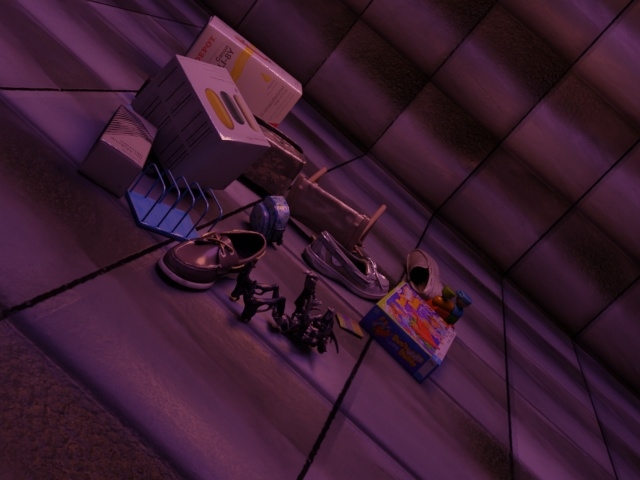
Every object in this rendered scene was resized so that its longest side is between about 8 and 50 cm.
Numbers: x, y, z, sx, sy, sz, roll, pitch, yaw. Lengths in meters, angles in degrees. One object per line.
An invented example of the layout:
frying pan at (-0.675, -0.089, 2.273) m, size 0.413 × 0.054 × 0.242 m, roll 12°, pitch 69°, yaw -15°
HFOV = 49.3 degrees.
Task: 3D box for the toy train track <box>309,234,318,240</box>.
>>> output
toy train track at (0.000, 0.000, 2.174) m, size 0.083 × 0.014 × 0.048 m, roll 24°, pitch 25°, yaw -45°

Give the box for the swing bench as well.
swing bench at (0.037, -0.087, 2.170) m, size 0.253 × 0.165 × 0.254 m, roll 35°, pitch 20°, yaw 8°

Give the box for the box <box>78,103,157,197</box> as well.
box at (-0.454, -0.211, 1.590) m, size 0.113 × 0.094 × 0.275 m, roll 35°, pitch 18°, yaw -22°

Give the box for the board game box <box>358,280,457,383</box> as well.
board game box at (0.261, 0.253, 2.011) m, size 0.233 × 0.078 × 0.347 m, roll 44°, pitch 18°, yaw 8°

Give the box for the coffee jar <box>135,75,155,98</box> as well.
coffee jar at (-0.449, -0.387, 2.018) m, size 0.184 × 0.096 × 0.079 m, roll 45°, pitch 15°, yaw 12°

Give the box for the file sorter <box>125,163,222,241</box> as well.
file sorter at (-0.321, -0.080, 1.543) m, size 0.170 × 0.104 × 0.118 m, roll 23°, pitch 25°, yaw -44°

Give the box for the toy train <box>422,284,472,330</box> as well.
toy train at (0.379, 0.203, 2.270) m, size 0.248 × 0.143 × 0.105 m, roll 27°, pitch 22°, yaw -39°

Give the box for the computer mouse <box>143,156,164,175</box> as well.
computer mouse at (-0.369, -0.175, 1.795) m, size 0.242 × 0.041 × 0.071 m, roll -1°, pitch 58°, yaw -57°

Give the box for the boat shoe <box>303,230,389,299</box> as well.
boat shoe at (0.095, 0.076, 2.043) m, size 0.320 × 0.103 × 0.118 m, roll 30°, pitch 21°, yaw -30°

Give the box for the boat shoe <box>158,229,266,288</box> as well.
boat shoe at (-0.222, 0.030, 1.500) m, size 0.116 × 0.097 × 0.324 m, roll 47°, pitch 18°, yaw 16°

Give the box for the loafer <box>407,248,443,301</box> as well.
loafer at (0.364, 0.119, 2.491) m, size 0.111 × 0.112 × 0.319 m, roll 42°, pitch 16°, yaw -27°

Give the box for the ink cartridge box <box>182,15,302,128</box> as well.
ink cartridge box at (-0.295, -0.525, 2.371) m, size 0.384 × 0.279 × 0.160 m, roll 35°, pitch 19°, yaw -17°

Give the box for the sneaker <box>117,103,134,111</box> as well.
sneaker at (-0.485, -0.302, 1.834) m, size 0.073 × 0.063 × 0.162 m, roll -7°, pitch 44°, yaw -42°

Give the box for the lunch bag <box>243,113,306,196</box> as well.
lunch bag at (-0.182, -0.280, 2.217) m, size 0.235 × 0.169 × 0.287 m, roll 33°, pitch 11°, yaw -14°

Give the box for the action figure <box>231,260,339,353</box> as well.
action figure at (-0.048, 0.149, 1.518) m, size 0.275 × 0.141 × 0.164 m, roll 28°, pitch 18°, yaw -27°

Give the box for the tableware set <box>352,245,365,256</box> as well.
tableware set at (0.073, -0.034, 2.365) m, size 0.128 × 0.039 × 0.194 m, roll 22°, pitch 26°, yaw -47°

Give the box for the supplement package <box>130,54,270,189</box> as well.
supplement package at (-0.304, -0.292, 1.772) m, size 0.199 × 0.198 × 0.263 m, roll -3°, pitch 59°, yaw -58°

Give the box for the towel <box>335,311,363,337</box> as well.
towel at (0.076, 0.221, 1.814) m, size 0.083 × 0.009 × 0.060 m, roll 30°, pitch 22°, yaw -31°

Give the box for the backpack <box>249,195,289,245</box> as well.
backpack at (-0.135, -0.061, 1.869) m, size 0.084 × 0.114 × 0.105 m, roll 2°, pitch 39°, yaw -33°
